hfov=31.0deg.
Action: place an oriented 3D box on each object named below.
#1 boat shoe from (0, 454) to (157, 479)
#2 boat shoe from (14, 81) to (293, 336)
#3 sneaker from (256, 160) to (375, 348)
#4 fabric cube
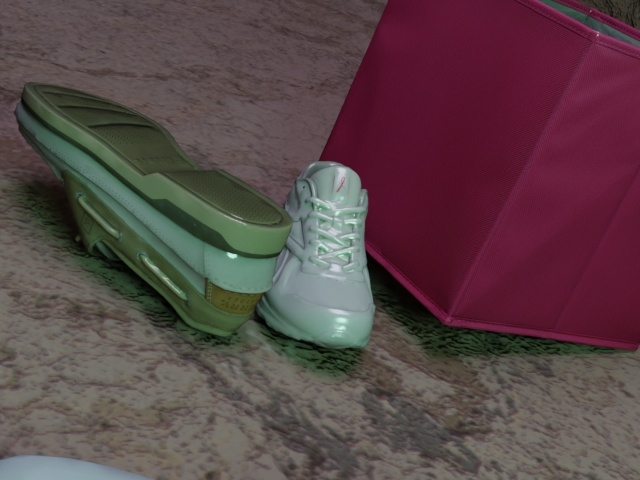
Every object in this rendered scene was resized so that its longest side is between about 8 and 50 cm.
[{"bbox_3d":[-0.001,0.190,0.481,0.367,0.136,0.156,13,23,-3],"label":"boat shoe"},{"bbox_3d":[-0.153,-0.033,0.913,0.113,0.103,0.302,0,28,-47],"label":"boat shoe"},{"bbox_3d":[0.000,0.000,0.932,0.090,0.115,0.232,11,24,-15],"label":"sneaker"},{"bbox_3d":[0.188,-0.083,1.036,0.259,0.258,0.254,10,22,-37],"label":"fabric cube"}]
